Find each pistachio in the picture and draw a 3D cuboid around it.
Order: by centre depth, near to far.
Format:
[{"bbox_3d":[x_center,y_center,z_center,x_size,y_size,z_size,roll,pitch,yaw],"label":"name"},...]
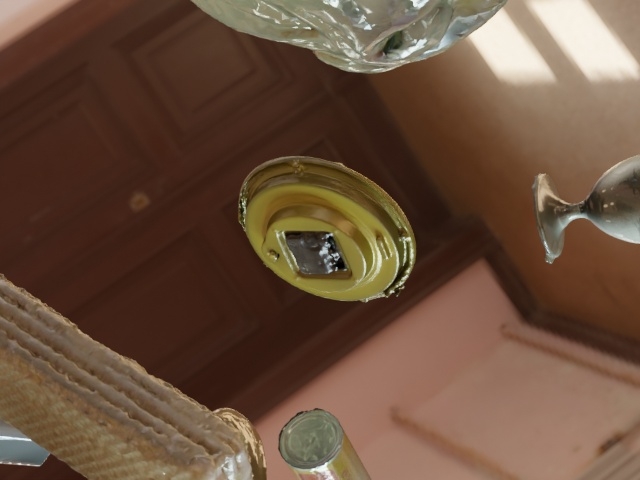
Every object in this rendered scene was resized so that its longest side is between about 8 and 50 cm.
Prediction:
[{"bbox_3d":[-0.137,0.338,2.016,0.129,0.131,0.206,72,-174,-75],"label":"pistachio"}]

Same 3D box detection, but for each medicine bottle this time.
[{"bbox_3d":[0.043,0.386,2.092,0.108,0.108,0.426,46,169,39],"label":"medicine bottle"}]

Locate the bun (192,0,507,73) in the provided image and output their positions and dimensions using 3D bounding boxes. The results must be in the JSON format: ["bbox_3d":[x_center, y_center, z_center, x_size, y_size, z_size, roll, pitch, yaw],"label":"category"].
[{"bbox_3d":[0.057,-0.255,1.115,0.360,0.359,0.211,88,164,-71],"label":"bun"}]

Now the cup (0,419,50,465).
[{"bbox_3d":[-0.380,0.213,1.659,0.128,0.129,0.095,-53,39,36],"label":"cup"}]

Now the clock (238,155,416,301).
[{"bbox_3d":[0.000,0.000,1.761,0.237,0.057,0.237,15,139,14],"label":"clock"}]

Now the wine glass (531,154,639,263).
[{"bbox_3d":[0.343,-0.041,1.556,0.103,0.222,0.103,30,-125,-56],"label":"wine glass"}]

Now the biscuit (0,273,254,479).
[{"bbox_3d":[-0.233,0.137,1.336,0.426,0.078,0.144,28,144,28],"label":"biscuit"}]
